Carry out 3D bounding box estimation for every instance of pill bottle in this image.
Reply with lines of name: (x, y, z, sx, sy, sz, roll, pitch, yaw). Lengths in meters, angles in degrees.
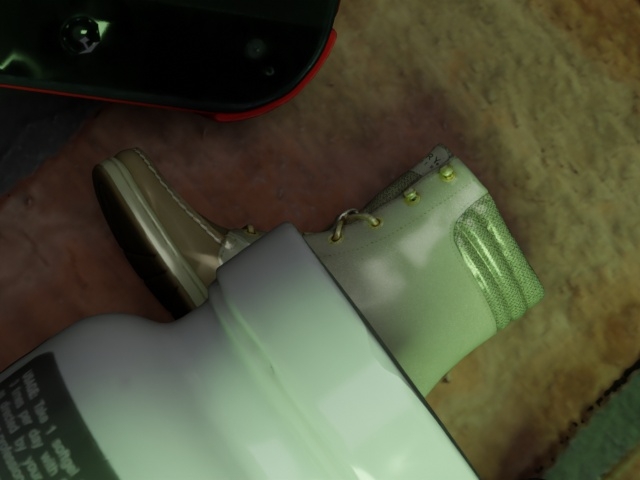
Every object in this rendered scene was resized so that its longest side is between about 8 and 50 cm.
pill bottle: (-0.111, 0.163, 0.871, 0.363, 0.210, 0.210, -36, 88, 0)

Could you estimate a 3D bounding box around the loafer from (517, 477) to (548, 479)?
loafer: (0.062, 0.219, 0.987, 0.078, 0.076, 0.223, 29, 83, -12)

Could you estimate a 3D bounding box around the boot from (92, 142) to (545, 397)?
boot: (0.000, 0.000, 1.008, 0.165, 0.077, 0.213, -42, 97, -11)

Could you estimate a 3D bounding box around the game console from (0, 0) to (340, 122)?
game console: (-0.143, -0.237, 0.925, 0.386, 0.060, 0.342, 6, 105, -25)
